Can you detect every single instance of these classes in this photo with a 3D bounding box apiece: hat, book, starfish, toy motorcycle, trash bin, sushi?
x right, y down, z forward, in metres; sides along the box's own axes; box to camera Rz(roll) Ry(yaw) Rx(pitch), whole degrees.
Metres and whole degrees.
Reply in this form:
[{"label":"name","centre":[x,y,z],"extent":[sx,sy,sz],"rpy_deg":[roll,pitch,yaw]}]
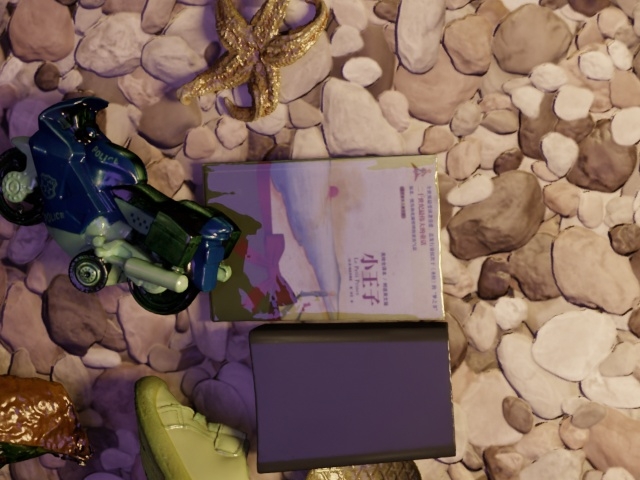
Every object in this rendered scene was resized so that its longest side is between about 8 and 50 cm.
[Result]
[{"label":"hat","centre":[0.056,0.316,1.262],"extent":[0.146,0.067,0.146],"rpy_deg":[-8,51,10]},{"label":"book","centre":[0.000,0.000,1.260],"extent":[0.290,0.026,0.201],"rpy_deg":[-3,92,11]},{"label":"starfish","centre":[-0.085,-0.224,1.245],"extent":[0.210,0.053,0.150],"rpy_deg":[-30,84,13]},{"label":"toy motorcycle","centre":[-0.249,-0.049,1.248],"extent":[0.331,0.125,0.196],"rpy_deg":[31,107,18]},{"label":"trash bin","centre":[0.040,0.176,1.226],"extent":[0.226,0.115,0.165],"rpy_deg":[-4,90,6]},{"label":"sushi","centre":[-0.424,0.235,1.299],"extent":[0.287,0.149,0.140],"rpy_deg":[10,65,-12]}]

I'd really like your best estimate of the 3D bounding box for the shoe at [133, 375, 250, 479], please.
[{"label":"shoe","centre":[-0.146,0.278,1.243],"extent":[0.262,0.128,0.140],"rpy_deg":[60,144,37]}]
